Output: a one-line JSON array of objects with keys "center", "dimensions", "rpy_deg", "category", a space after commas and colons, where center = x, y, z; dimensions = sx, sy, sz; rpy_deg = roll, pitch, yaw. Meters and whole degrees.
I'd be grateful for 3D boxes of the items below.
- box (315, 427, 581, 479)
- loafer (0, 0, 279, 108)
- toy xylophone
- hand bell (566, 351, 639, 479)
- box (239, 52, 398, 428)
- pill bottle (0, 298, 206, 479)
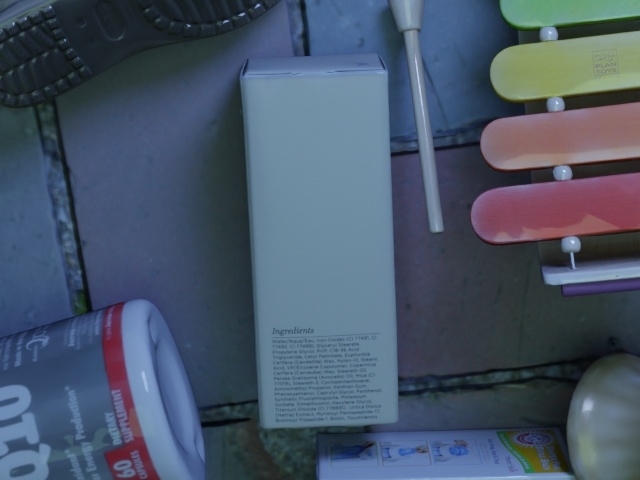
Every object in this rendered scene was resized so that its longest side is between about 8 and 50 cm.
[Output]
[{"center": [0.100, 0.220, 1.241], "dimensions": [0.203, 0.103, 0.114], "rpy_deg": [-2, 104, 0], "category": "box"}, {"center": [-0.137, -0.190, 1.139], "dimensions": [0.268, 0.092, 0.102], "rpy_deg": [-23, 132, -9], "category": "loafer"}, {"center": [0.175, -0.110, 1.123], "dimensions": [0.236, 0.081, 0.323], "rpy_deg": [-13, 80, 6], "category": "toy xylophone"}, {"center": [0.307, 0.140, 1.116], "dimensions": [0.126, 0.242, 0.126], "rpy_deg": [4, 83, -38], "category": "hand bell"}, {"center": [0.000, 0.000, 1.188], "dimensions": [0.113, 0.094, 0.275], "rpy_deg": [-1, 104, 0], "category": "box"}, {"center": [-0.243, 0.157, 1.194], "dimensions": [0.283, 0.161, 0.161], "rpy_deg": [-17, 104, 4], "category": "pill bottle"}]
